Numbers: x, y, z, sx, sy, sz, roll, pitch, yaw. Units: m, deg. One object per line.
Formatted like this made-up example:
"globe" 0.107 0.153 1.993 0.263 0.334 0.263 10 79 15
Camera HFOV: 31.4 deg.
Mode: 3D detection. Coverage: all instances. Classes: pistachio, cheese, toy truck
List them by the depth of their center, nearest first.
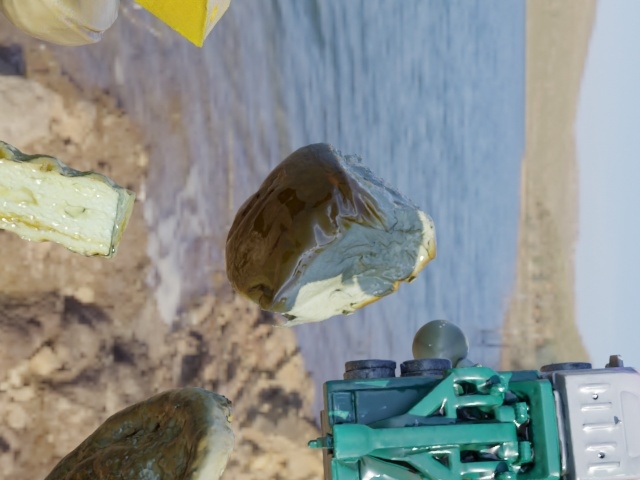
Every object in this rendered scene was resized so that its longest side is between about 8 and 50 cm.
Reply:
"toy truck" 0.162 0.203 1.173 0.178 0.363 0.177 138 -50 -73
"cheese" -0.153 -0.346 1.431 0.093 0.126 0.171 -59 -168 -29
"pistachio" -0.377 -0.364 1.652 0.162 0.181 0.293 -46 -174 4

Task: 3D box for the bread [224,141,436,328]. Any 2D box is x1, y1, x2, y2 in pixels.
"bread" 0.000 0.000 1.710 0.225 0.279 0.250 39 8 -34

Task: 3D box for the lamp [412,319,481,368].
"lamp" 0.218 0.194 1.787 0.091 0.163 0.091 -30 142 -27

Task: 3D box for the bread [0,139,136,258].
"bread" -0.347 -0.060 1.413 0.088 0.231 0.128 -88 -162 -45

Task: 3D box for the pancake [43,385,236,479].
"pancake" -0.244 0.303 1.335 0.065 0.356 0.356 52 29 -25
